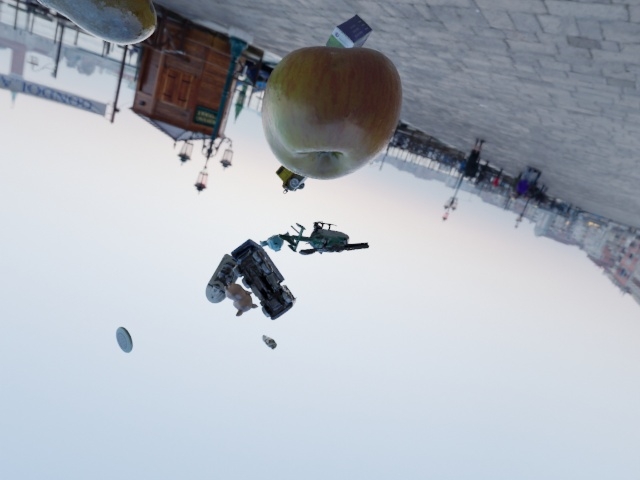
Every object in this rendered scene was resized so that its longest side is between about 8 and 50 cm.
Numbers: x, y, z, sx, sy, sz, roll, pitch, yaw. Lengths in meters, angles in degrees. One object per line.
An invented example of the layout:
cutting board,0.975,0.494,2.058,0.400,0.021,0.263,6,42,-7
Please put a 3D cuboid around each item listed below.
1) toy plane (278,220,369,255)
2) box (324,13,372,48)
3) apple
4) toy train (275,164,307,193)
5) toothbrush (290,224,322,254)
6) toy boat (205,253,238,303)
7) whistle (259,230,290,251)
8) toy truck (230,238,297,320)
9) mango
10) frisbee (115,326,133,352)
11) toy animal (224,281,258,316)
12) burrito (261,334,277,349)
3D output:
toy plane,0.000,0.000,1.520,0.381,0.107,0.155,8,-160,-41
box,0.076,-0.819,1.840,0.106,0.299,0.200,41,-130,-3
apple,0.020,-0.262,0.888,0.301,0.302,0.301,17,-166,-4
toy train,-0.099,-0.293,1.750,0.127,0.219,0.089,47,-167,11
toothbrush,-0.053,-0.004,1.615,0.167,0.014,0.011,43,-172,-7
toy boat,-0.519,0.209,2.222,0.140,0.270,0.141,26,163,9
whistle,-0.259,0.009,2.401,0.186,0.093,0.274,-19,-170,-5
toy truck,-0.253,0.169,1.858,0.367,0.146,0.175,56,-170,6
mango,-0.620,-0.659,1.145,0.316,0.193,0.146,13,-128,-17
frisbee,-0.772,0.391,1.629,0.110,0.110,0.014,26,-154,28
toy animal,-0.317,0.225,1.614,0.150,0.083,0.089,52,-163,-15
burrito,-0.225,0.452,1.843,0.055,0.041,0.149,43,165,-12
